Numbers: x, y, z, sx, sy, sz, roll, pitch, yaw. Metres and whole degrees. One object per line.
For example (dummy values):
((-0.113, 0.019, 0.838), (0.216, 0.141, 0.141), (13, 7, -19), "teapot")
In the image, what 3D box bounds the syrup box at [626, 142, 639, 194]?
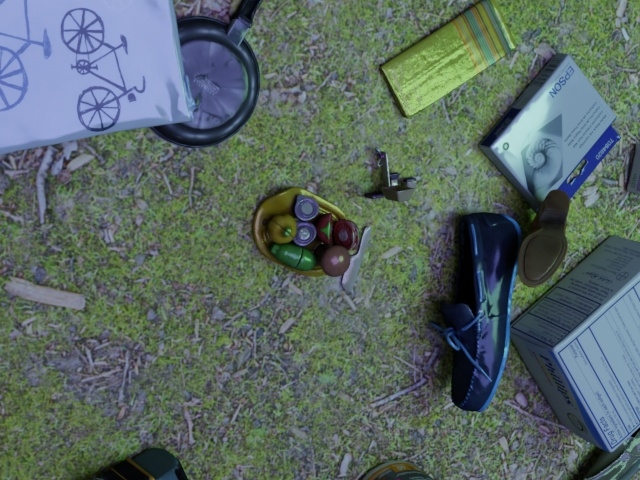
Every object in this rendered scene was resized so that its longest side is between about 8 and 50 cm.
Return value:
((0.698, -0.119, 1.915), (0.236, 0.096, 0.093), (4, 100, -26), "syrup box")

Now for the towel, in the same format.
((0.212, -0.303, 1.693), (0.237, 0.021, 0.102), (-34, 108, -13), "towel")

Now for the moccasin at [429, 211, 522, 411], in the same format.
((0.252, 0.119, 1.763), (0.116, 0.137, 0.342), (10, 84, -22), "moccasin")

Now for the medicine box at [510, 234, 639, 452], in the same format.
((0.535, 0.186, 1.880), (0.289, 0.149, 0.263), (-38, 115, -12), "medicine box")

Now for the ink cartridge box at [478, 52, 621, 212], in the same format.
((0.418, -0.172, 1.801), (0.224, 0.045, 0.223), (43, 83, -27), "ink cartridge box")

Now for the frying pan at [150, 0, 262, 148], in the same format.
((-0.128, -0.270, 1.530), (0.326, 0.053, 0.197), (-36, 114, -10), "frying pan")

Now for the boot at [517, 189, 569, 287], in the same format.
((0.379, 0.027, 1.752), (0.073, 0.152, 0.197), (21, 61, 13), "boot")

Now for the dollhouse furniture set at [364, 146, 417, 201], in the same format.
((0.129, -0.111, 1.647), (0.091, 0.114, 0.081), (-11, 102, -20), "dollhouse furniture set")

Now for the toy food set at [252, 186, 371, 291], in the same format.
((0.000, 0.000, 1.634), (0.217, 0.071, 0.128), (25, 91, -27), "toy food set")

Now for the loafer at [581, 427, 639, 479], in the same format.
((0.582, 0.421, 2.004), (0.251, 0.094, 0.087), (-30, 78, -14), "loafer")

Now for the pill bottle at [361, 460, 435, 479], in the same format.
((0.178, 0.493, 1.715), (0.162, 0.278, 0.162), (-6, 104, -24), "pill bottle")

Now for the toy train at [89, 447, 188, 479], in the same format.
((-0.259, 0.488, 1.599), (0.190, 0.142, 0.334), (-31, 113, -26), "toy train")

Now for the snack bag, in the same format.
((-0.357, -0.296, 1.405), (0.342, 0.037, 0.323), (-12, 105, -15), "snack bag")
